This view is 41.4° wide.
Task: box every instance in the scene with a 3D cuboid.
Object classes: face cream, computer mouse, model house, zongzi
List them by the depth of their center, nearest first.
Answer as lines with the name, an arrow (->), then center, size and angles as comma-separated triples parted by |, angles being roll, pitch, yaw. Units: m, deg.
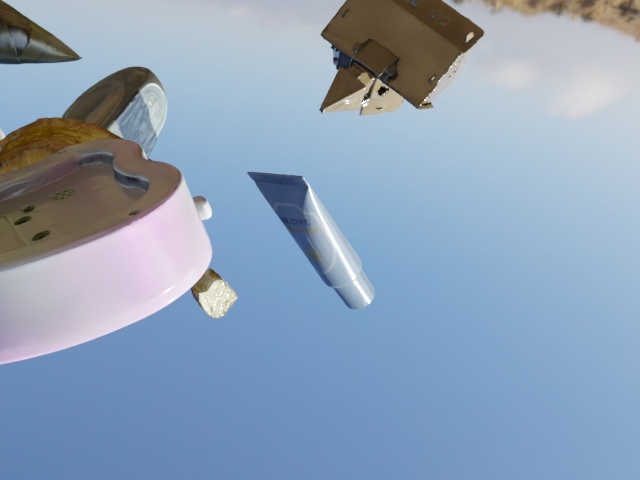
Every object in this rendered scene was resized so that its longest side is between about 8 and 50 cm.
model house -> 0.073, -0.233, 1.196 | 0.181, 0.176, 0.248 | 41, -122, 13
computer mouse -> -0.425, -0.173, 1.630 | 0.114, 0.374, 0.203 | 18, 156, 20
zongzi -> -0.649, -0.429, 1.635 | 0.300, 0.145, 0.274 | -2, -140, -44
face cream -> 0.000, 0.000, 1.641 | 0.135, 0.385, 0.086 | 8, -123, 38

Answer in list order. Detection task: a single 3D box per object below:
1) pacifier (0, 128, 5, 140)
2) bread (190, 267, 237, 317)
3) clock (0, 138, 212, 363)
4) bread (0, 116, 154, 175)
pacifier -> -0.635, -0.185, 1.501 | 0.207, 0.279, 0.227 | 18, 161, 27
bread -> -0.228, 0.111, 1.786 | 0.083, 0.077, 0.070 | 50, 169, -29
clock -> -0.277, -0.005, 0.920 | 0.338, 0.102, 0.338 | -12, -153, 6
bread -> -0.408, -0.018, 1.363 | 0.358, 0.337, 0.204 | 31, -176, -6
